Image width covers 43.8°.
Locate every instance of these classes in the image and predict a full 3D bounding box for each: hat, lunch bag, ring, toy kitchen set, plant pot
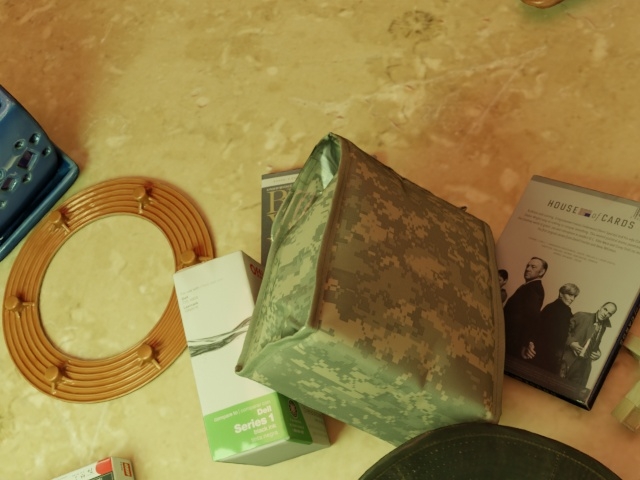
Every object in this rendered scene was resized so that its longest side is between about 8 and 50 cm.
[{"bbox_3d":[0.167,0.332,0.774,0.332,0.134,0.331,-1,80,3],"label":"hat"},{"bbox_3d":[0.066,0.045,0.858,0.169,0.235,0.287,-39,30,48],"label":"lunch bag"},{"bbox_3d":[-0.307,0.060,1.113,0.337,0.032,0.336,-7,65,15],"label":"ring"},{"bbox_3d":[0.341,0.157,0.848,0.083,0.068,0.075,-51,29,3],"label":"toy kitchen set"},{"bbox_3d":[-0.512,-0.115,1.155,0.236,0.212,0.236,37,83,29],"label":"plant pot"}]

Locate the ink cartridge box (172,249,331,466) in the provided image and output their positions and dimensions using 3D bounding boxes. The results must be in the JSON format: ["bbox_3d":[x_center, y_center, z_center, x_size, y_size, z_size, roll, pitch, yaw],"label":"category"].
[{"bbox_3d":[-0.078,0.139,0.915,0.093,0.160,0.219,-20,69,11],"label":"ink cartridge box"}]

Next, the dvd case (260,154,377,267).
[{"bbox_3d":[0.000,0.000,1.040,0.165,0.018,0.221,-8,65,16],"label":"dvd case"}]

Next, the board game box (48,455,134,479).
[{"bbox_3d":[-0.358,0.407,0.966,0.305,0.053,0.192,-23,63,8],"label":"board game box"}]

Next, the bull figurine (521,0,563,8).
[{"bbox_3d":[0.388,-0.419,1.044,0.311,0.101,0.188,-24,58,5],"label":"bull figurine"}]

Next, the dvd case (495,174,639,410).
[{"bbox_3d":[0.271,0.049,0.902,0.179,0.029,0.238,22,75,38],"label":"dvd case"}]
